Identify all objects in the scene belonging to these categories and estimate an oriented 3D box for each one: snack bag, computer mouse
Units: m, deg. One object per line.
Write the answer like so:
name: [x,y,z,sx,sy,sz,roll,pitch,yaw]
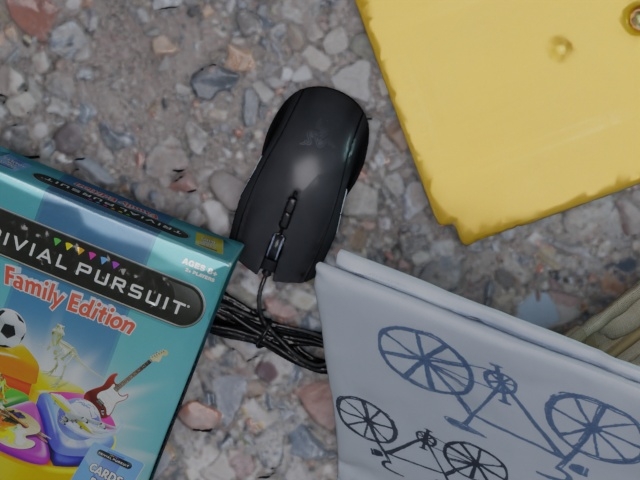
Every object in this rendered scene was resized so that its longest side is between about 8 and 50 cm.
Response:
snack bag: [0.152,0.169,1.604,0.323,0.342,0.037,20,55,20]
computer mouse: [0.000,0.000,1.730,0.184,0.060,0.262,27,98,1]

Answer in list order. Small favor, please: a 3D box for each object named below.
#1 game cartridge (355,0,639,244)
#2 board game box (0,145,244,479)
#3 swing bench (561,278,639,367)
game cartridge: [0.219,-0.176,1.704,0.324,0.052,0.285,-19,95,8]
board game box: [-0.250,0.115,1.729,0.254,0.079,0.336,22,106,1]
swing bench: [0.386,0.121,1.612,0.253,0.165,0.255,-35,51,-15]
